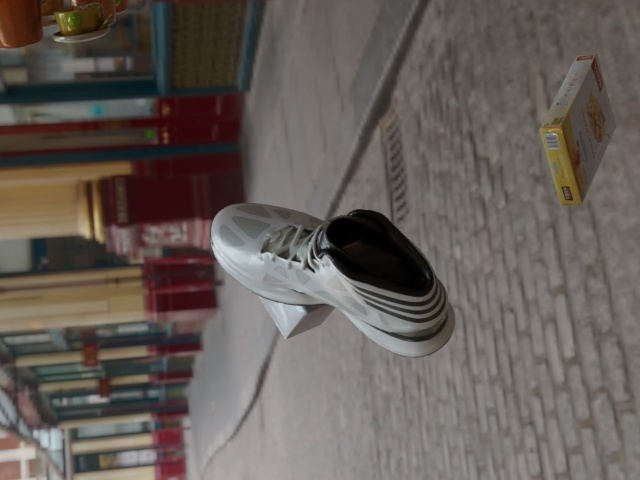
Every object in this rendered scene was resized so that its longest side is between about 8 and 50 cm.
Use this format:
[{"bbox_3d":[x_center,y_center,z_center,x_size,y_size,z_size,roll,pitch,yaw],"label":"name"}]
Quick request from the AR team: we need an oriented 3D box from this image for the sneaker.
[{"bbox_3d":[0.001,-0.001,1.581,0.169,0.447,0.257,-56,-26,-23],"label":"sneaker"}]

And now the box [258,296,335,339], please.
[{"bbox_3d":[-0.036,0.099,1.794,0.101,0.087,0.102,56,140,18],"label":"box"}]

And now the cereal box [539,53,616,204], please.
[{"bbox_3d":[0.472,-0.204,1.859,0.240,0.047,0.173,-57,-46,-38],"label":"cereal box"}]

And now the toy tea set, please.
[{"bbox_3d":[-0.412,-0.396,1.615,0.336,0.200,0.124,-88,-9,-68],"label":"toy tea set"}]
